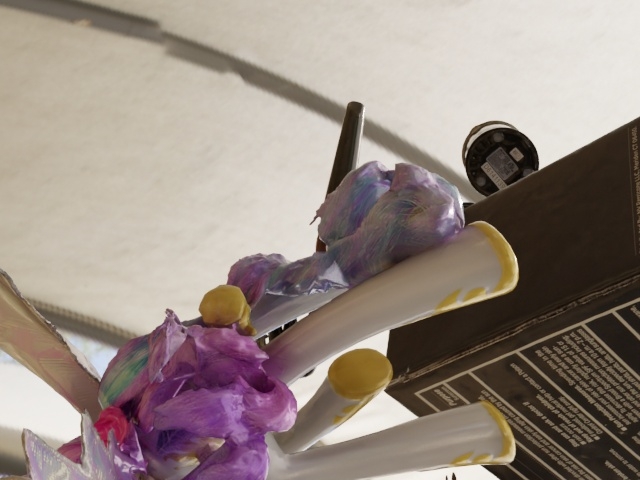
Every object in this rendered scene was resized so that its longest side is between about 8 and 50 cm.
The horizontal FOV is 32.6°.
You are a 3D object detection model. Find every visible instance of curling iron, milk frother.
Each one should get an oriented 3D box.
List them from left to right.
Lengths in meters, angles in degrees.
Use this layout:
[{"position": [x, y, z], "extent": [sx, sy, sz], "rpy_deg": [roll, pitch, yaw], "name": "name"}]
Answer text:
[{"position": [0.000, 0.000, 1.010], "extent": [0.068, 0.273, 0.035], "rpy_deg": [23, -9, -30], "name": "curling iron"}, {"position": [0.193, -0.066, 1.305], "extent": [0.143, 0.135, 0.129], "rpy_deg": [-23, -84, 9], "name": "milk frother"}]

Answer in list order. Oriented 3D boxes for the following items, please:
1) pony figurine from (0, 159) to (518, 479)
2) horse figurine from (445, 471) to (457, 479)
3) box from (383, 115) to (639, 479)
[{"position": [-0.076, 0.096, 0.576], "extent": [0.302, 0.364, 0.351], "rpy_deg": [54, -16, 37], "name": "pony figurine"}, {"position": [0.142, 0.359, 0.982], "extent": [0.263, 0.174, 0.066], "rpy_deg": [44, -32, 26], "name": "horse figurine"}, {"position": [0.259, 0.081, 0.907], "extent": [0.294, 0.182, 0.296], "rpy_deg": [-30, -57, 34], "name": "box"}]
